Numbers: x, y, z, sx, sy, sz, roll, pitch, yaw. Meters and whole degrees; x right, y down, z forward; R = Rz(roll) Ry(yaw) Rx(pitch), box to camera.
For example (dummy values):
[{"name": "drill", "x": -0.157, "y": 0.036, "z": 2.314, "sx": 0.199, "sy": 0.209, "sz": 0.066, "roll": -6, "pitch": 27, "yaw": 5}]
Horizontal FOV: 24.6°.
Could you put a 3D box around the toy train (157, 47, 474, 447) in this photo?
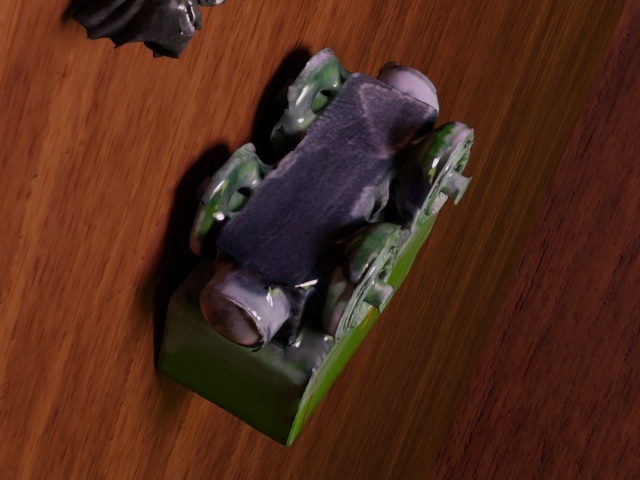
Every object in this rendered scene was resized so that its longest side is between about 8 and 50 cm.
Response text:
[{"name": "toy train", "x": 0.000, "y": 0.000, "z": 1.218, "sx": 0.307, "sy": 0.173, "sz": 0.249, "roll": -53, "pitch": 167, "yaw": -35}]

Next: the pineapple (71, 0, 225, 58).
[{"name": "pineapple", "x": -0.067, "y": -0.207, "z": 0.814, "sx": 0.119, "sy": 0.111, "sz": 0.237, "roll": 0, "pitch": 129, "yaw": -38}]
